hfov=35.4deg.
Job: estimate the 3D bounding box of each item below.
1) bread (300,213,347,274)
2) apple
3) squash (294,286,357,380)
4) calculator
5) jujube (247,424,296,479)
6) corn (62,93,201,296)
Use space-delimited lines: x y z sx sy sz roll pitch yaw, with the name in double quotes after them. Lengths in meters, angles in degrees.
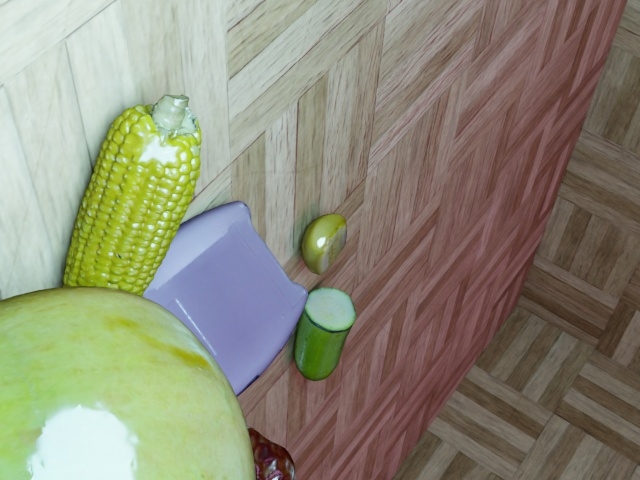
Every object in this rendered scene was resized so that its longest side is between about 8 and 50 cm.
0.000 0.000 1.497 0.082 0.056 0.115 -54 167 -14 "bread"
-0.228 0.206 0.824 0.305 0.338 0.338 13 108 -54 "apple"
-0.003 0.171 1.709 0.095 0.095 0.188 -43 161 -39 "squash"
-0.124 0.078 1.117 0.043 0.194 0.294 -24 -166 42 "calculator"
-0.157 0.377 1.468 0.232 0.213 0.213 -61 162 -10 "jujube"
-0.181 -0.023 0.948 0.097 0.097 0.261 -21 141 -61 "corn"
